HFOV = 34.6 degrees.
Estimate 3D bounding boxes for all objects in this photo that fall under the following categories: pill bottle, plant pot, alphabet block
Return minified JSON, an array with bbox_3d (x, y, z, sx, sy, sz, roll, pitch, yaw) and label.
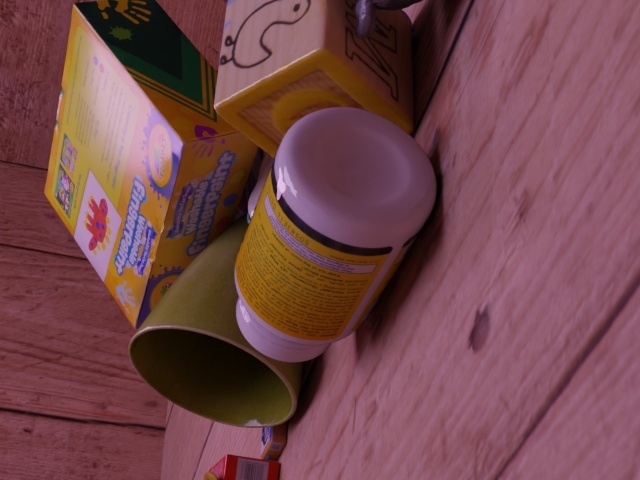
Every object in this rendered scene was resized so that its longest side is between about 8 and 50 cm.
[{"bbox_3d":[0.000,0.010,1.261,0.334,0.188,0.188,116,160,-50],"label":"pill bottle"},{"bbox_3d":[-0.123,0.106,1.662,0.274,0.275,0.293,118,175,-54],"label":"plant pot"},{"bbox_3d":[-0.003,-0.229,1.334,0.192,0.193,0.197,-25,48,33],"label":"alphabet block"}]

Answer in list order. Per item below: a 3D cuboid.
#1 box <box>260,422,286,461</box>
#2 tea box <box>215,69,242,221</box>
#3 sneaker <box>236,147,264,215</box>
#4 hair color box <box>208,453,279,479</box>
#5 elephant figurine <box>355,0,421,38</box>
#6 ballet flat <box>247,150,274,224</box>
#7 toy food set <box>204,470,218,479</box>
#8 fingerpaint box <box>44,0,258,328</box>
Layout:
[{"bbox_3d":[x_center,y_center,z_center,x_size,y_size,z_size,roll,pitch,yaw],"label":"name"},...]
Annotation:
[{"bbox_3d":[-0.078,0.299,1.734,0.081,0.028,0.136,115,160,-48],"label":"box"},{"bbox_3d":[-0.197,-0.154,2.063,0.323,0.220,0.329,-112,22,-66],"label":"tea box"},{"bbox_3d":[-0.112,-0.079,1.837,0.103,0.111,0.252,-57,-48,-61],"label":"sneaker"},{"bbox_3d":[-0.133,0.406,1.737,0.167,0.093,0.053,127,151,-65],"label":"hair color box"},{"bbox_3d":[0.112,-0.384,1.258,0.239,0.186,0.169,-80,-28,-61],"label":"elephant figurine"},{"bbox_3d":[-0.031,-0.153,1.709,0.400,0.139,0.139,-83,11,-49],"label":"ballet flat"},{"bbox_3d":[-0.175,0.486,1.672,0.128,0.071,0.217,26,132,59],"label":"toy food set"},{"bbox_3d":[-0.305,-0.134,1.788,0.371,0.163,0.444,50,139,28],"label":"fingerpaint box"}]
